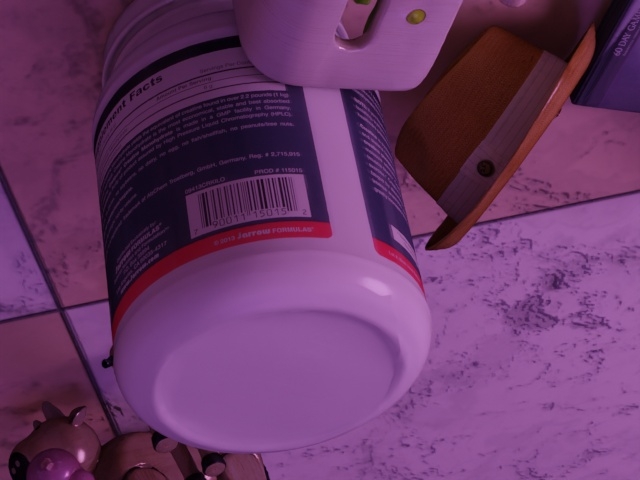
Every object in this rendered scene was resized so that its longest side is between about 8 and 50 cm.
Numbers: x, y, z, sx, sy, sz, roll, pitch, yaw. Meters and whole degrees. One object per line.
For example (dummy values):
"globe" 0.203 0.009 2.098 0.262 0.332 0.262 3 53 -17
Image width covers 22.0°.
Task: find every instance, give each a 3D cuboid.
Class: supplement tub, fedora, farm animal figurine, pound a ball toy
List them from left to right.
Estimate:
"farm animal figurine" -0.161 0.192 1.386 0.330 0.172 0.327 -44 144 24
"supplement tub" -0.044 -0.022 1.041 0.191 0.272 0.191 -7 142 -5
"pound a ball toy" 0.039 -0.208 0.882 0.135 0.208 0.319 3 141 -18
"fedora" 0.109 -0.084 1.130 0.079 0.194 0.194 36 132 1

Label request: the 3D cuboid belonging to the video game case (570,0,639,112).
"video game case" 0.334 -0.152 1.147 0.274 0.026 0.196 5 140 -17
